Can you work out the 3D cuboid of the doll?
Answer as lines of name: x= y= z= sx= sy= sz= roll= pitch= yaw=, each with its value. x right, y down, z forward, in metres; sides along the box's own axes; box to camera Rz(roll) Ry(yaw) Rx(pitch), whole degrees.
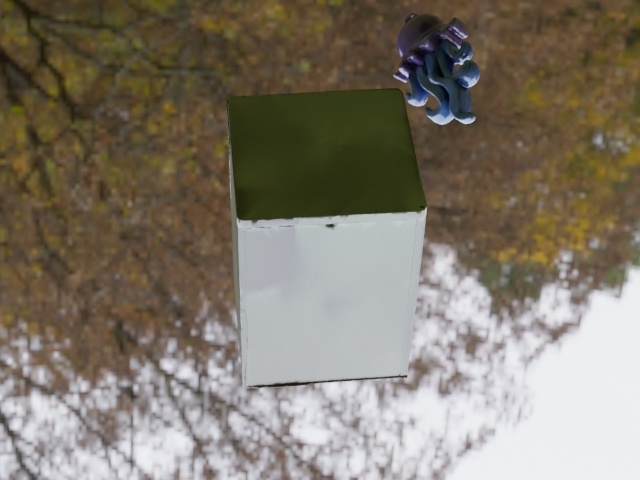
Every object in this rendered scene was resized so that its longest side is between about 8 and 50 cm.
doll: x=0.140 y=-0.207 z=1.660 sx=0.067 sy=0.110 sz=0.206 roll=29 pitch=-149 yaw=-42

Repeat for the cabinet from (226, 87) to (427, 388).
cabinet: x=0.000 y=0.000 z=1.144 sx=0.145 sy=0.206 sz=0.150 roll=-3 pitch=-134 yaw=-5
